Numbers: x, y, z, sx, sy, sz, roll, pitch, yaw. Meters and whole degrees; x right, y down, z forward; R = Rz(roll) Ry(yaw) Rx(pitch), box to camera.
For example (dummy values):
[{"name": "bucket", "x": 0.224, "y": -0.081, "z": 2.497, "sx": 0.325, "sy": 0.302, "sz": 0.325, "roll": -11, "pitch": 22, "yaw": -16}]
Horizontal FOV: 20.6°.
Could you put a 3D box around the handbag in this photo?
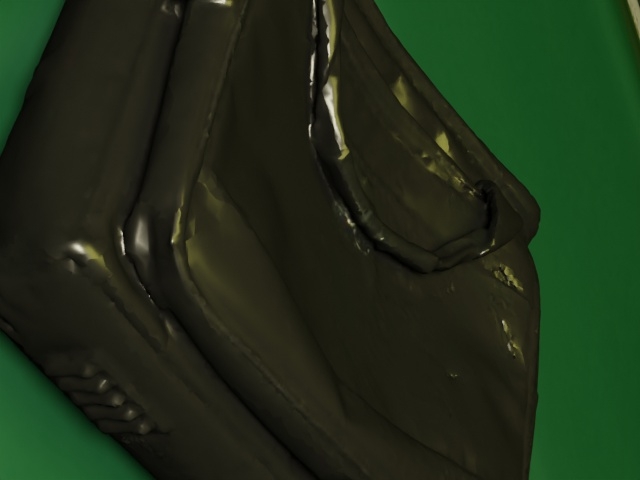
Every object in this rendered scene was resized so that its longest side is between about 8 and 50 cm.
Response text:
[{"name": "handbag", "x": 0.000, "y": 0.000, "z": 0.654, "sx": 0.275, "sy": 0.088, "sz": 0.244, "roll": 48, "pitch": 40, "yaw": -35}]
